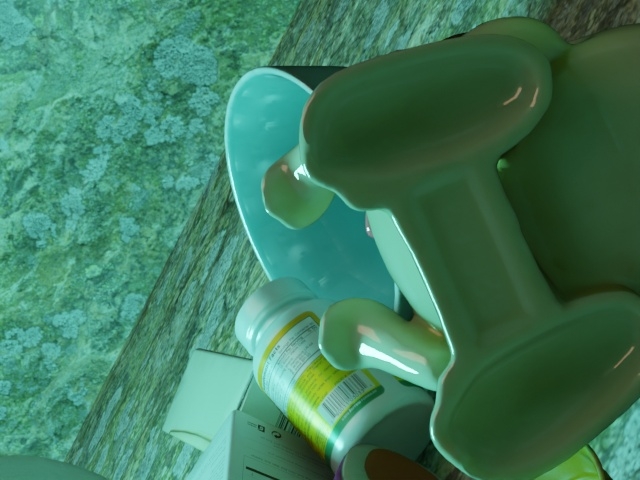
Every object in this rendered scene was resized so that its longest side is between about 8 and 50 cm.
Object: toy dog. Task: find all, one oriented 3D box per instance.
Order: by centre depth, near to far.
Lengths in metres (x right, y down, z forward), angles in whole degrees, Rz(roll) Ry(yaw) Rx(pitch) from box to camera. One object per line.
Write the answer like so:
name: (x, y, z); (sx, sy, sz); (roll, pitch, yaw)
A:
toy dog: (0.145, -0.055, 1.218); (0.395, 0.284, 0.408); (-35, 7, -2)

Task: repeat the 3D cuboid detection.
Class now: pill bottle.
pill bottle: (0.008, 0.130, 1.573); (0.208, 0.117, 0.117); (45, 115, 36)

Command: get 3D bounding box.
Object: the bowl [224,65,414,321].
bowl: (0.051, -0.052, 1.662); (0.163, 0.311, 0.311); (-23, -4, -25)

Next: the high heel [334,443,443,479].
high heel: (0.045, 0.309, 1.332); (0.377, 0.127, 0.181); (-95, 27, -71)

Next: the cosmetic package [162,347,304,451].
cosmetic package: (-0.058, 0.201, 1.799); (0.113, 0.160, 0.309); (-68, 13, -8)

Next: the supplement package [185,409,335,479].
supplement package: (-0.052, 0.335, 1.512); (0.177, 0.175, 0.293); (-56, 17, 28)

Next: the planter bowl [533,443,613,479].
planter bowl: (0.162, 0.244, 1.067); (0.217, 0.090, 0.217); (-59, 15, 27)

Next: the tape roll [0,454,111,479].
tape roll: (-0.308, 0.419, 1.879); (0.072, 0.392, 0.392); (-56, 17, 34)
